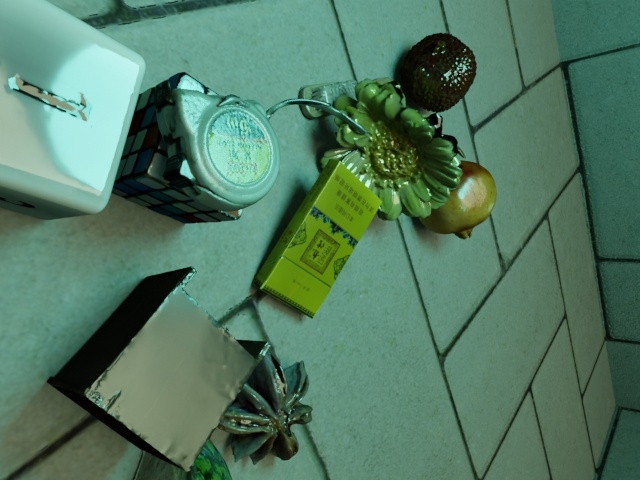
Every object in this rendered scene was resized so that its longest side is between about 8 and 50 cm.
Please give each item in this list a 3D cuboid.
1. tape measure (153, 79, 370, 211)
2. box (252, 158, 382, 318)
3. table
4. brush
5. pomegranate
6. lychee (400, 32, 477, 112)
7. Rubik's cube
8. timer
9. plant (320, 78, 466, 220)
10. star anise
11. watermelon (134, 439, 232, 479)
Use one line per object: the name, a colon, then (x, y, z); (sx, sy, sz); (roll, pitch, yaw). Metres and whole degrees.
tape measure: (-0.064, -0.123, 0.670); (0.330, 0.084, 0.164); (-4, 94, -44)
box: (0.001, -0.001, 0.927); (0.153, 0.041, 0.279); (36, 82, -41)
table: (-0.216, 0.167, 0.658); (0.169, 0.172, 0.193); (50, 54, -24)
brush: (0.083, -0.329, 1.065); (0.327, 0.065, 0.070); (-26, 106, -45)
pomegranate: (0.350, -0.114, 1.238); (0.209, 0.209, 0.209); (1, 88, -46)
lychee: (0.298, -0.420, 1.207); (0.194, 0.194, 0.195); (1, 88, -46)
Rubik's cube: (-0.199, -0.122, 0.701); (0.155, 0.151, 0.154); (29, 68, -43)
timer: (-0.339, -0.143, 0.523); (0.195, 0.192, 0.195); (21, 74, -44)
plant: (0.181, -0.191, 1.016); (0.297, 0.261, 0.306); (-33, 128, -45)
star anise: (-0.096, 0.299, 0.851); (0.236, 0.093, 0.229); (0, 95, -42)
watermelon: (-0.211, 0.408, 0.696); (0.224, 0.180, 0.305); (99, 4, -69)
